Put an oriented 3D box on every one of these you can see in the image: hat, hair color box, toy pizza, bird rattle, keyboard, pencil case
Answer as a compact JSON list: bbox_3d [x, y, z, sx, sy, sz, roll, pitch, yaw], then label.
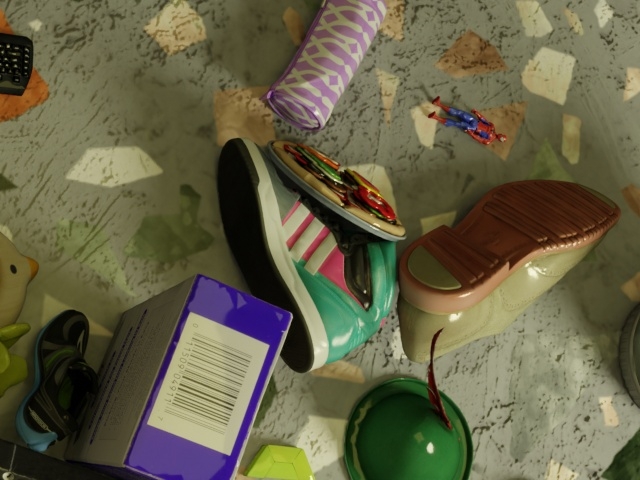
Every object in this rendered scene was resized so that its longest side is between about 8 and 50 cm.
[{"bbox_3d":[0.134,0.241,1.270,0.208,0.183,0.173,41,69,-10],"label":"hat"},{"bbox_3d":[-0.156,0.156,1.087,0.110,0.339,0.185,26,72,-17],"label":"hair color box"},{"bbox_3d":[0.025,-0.068,1.284,0.201,0.201,0.032,32,103,-14],"label":"toy pizza"},{"bbox_3d":[-0.419,0.065,1.145,0.253,0.143,0.207,27,60,-2],"label":"bird rattle"},{"bbox_3d":[-0.423,-0.201,1.210,0.192,0.038,0.100,3,80,-20],"label":"keyboard"},{"bbox_3d":[0.008,-0.239,1.358,0.088,0.086,0.206,36,69,-28],"label":"pencil case"}]

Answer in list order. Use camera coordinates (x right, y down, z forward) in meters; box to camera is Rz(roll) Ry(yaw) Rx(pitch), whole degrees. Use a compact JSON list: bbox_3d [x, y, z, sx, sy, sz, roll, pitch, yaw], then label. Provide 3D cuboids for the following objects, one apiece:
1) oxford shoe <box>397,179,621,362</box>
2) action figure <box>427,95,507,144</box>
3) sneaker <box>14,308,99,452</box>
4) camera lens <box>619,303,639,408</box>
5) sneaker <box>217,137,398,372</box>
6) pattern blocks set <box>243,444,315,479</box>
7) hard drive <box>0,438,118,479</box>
[{"bbox_3d":[0.240,0.031,1.400,0.397,0.146,0.140,-21,45,-34],"label":"oxford shoe"},{"bbox_3d":[0.204,-0.158,1.454,0.115,0.030,0.038,22,68,-19],"label":"action figure"},{"bbox_3d":[-0.270,0.147,1.151,0.078,0.188,0.067,-20,124,13],"label":"sneaker"},{"bbox_3d":[0.556,0.147,1.404,0.219,0.274,0.219,4,79,-21],"label":"camera lens"},{"bbox_3d":[0.000,0.000,1.297,0.178,0.124,0.295,-13,75,-33],"label":"sneaker"},{"bbox_3d":[-0.056,0.385,1.257,0.325,0.026,0.285,3,80,-21],"label":"pattern blocks set"},{"bbox_3d":[-0.265,0.350,1.105,0.339,0.064,0.237,24,104,-15],"label":"hard drive"}]
